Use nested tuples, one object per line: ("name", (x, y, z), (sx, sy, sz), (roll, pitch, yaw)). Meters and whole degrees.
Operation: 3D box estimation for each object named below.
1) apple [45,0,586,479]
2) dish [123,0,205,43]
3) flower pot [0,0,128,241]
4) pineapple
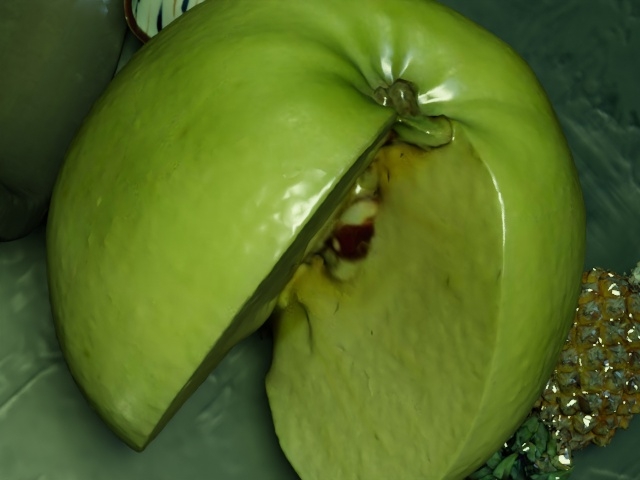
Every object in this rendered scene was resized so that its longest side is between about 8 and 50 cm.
("apple", (0.000, 0.000, 0.970), (0.292, 0.254, 0.292), (16, 45, -17))
("dish", (-0.044, -0.185, 1.076), (0.190, 0.191, 0.066), (-24, 52, -19))
("flower pot", (-0.239, -0.196, 0.928), (0.251, 0.379, 0.379), (11, 77, 4))
("pineapple", (0.156, 0.110, 1.104), (0.103, 0.083, 0.221), (31, 74, -13))
